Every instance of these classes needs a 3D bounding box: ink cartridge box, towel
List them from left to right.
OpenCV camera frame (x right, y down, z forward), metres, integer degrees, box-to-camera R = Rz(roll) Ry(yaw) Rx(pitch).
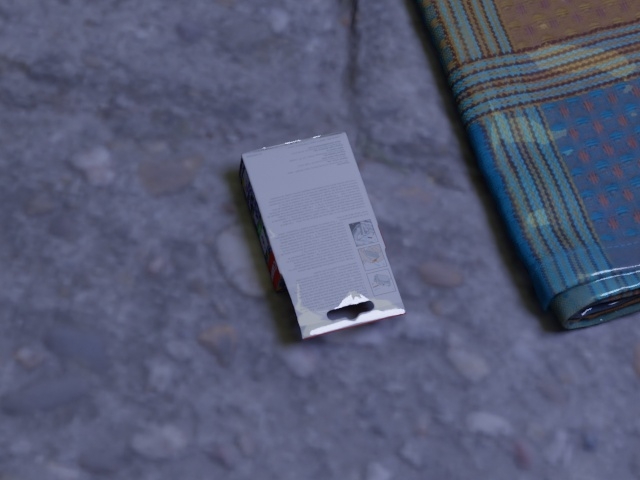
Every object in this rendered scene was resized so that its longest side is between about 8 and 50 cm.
[{"bbox_3d":[0.000,0.000,0.779,0.063,0.029,0.115,-13,69,-14],"label":"ink cartridge box"},{"bbox_3d":[0.198,-0.149,0.848,0.271,0.040,0.370,-17,68,-5],"label":"towel"}]
